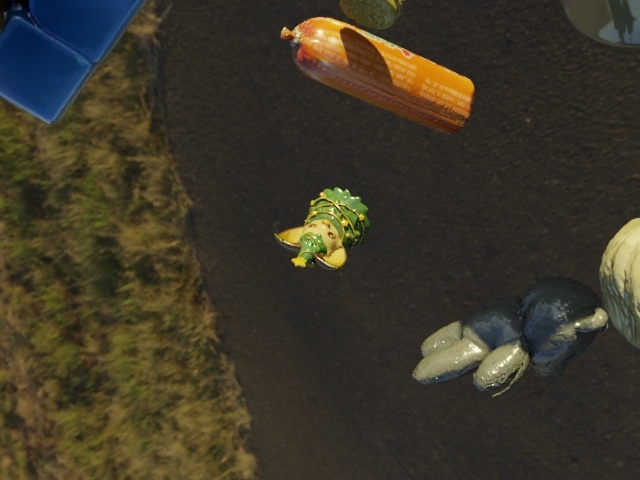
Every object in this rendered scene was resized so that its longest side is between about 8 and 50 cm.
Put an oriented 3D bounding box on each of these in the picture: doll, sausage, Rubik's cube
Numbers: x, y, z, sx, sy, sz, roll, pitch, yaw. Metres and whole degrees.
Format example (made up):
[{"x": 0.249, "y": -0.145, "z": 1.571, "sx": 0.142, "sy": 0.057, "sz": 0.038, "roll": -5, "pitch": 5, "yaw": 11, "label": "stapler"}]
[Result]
[{"x": 0.331, "y": 0.178, "z": 1.392, "sx": 0.340, "sy": 0.246, "sz": 0.158, "roll": -32, "pitch": 101, "yaw": 21, "label": "doll"}, {"x": 0.078, "y": -0.241, "z": 1.158, "sx": 0.093, "sy": 0.312, "sz": 0.092, "roll": -34, "pitch": 48, "yaw": 48, "label": "sausage"}, {"x": 0.000, "y": 0.005, "z": 0.888, "sx": 0.078, "sy": 0.113, "sz": 0.076, "roll": 28, "pitch": 147, "yaw": 14, "label": "doll"}, {"x": -0.313, "y": -0.360, "z": 0.865, "sx": 0.291, "sy": 0.291, "sz": 0.292, "roll": 31, "pitch": 123, "yaw": -24, "label": "Rubik's cube"}]

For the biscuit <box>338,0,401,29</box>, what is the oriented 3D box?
[{"x": 0.063, "y": -0.305, "z": 1.044, "sx": 0.084, "sy": 0.023, "sz": 0.084, "roll": 23, "pitch": 160, "yaw": 9, "label": "biscuit"}]

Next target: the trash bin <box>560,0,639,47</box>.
[{"x": 0.399, "y": -0.448, "z": 1.016, "sx": 0.280, "sy": 0.280, "sz": 0.432, "roll": 22, "pitch": 168, "yaw": 40, "label": "trash bin"}]

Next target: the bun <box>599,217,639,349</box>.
[{"x": 0.424, "y": 0.032, "z": 0.907, "sx": 0.244, "sy": 0.244, "sz": 0.153, "roll": -11, "pitch": 111, "yaw": 52, "label": "bun"}]
